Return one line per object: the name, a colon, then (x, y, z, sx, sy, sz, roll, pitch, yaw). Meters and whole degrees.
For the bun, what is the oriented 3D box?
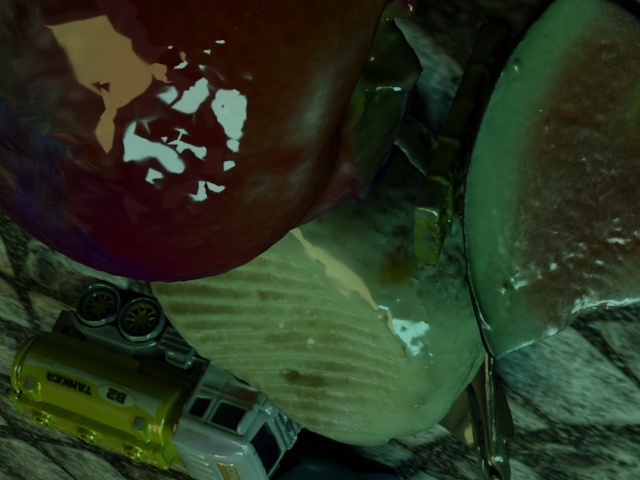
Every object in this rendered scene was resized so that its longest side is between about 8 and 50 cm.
bun: (0.000, 0.000, 1.107, 0.239, 0.141, 0.239, 25, 146, 19)

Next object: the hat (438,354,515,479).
hat: (0.091, 0.081, 1.282, 0.147, 0.085, 0.175, 29, 135, 24)

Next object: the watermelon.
watermelon: (0.158, -0.052, 0.968, 0.202, 0.136, 0.207, -8, 123, -8)

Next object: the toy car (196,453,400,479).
toy car: (-0.006, 0.270, 1.605, 0.190, 0.189, 0.255, -4, 168, -8)

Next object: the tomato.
tomato: (-0.108, -0.111, 0.863, 0.289, 0.176, 0.335, 30, 140, 13)

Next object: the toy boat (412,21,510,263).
toy boat: (0.071, -0.050, 0.969, 0.016, 0.115, 0.063, 17, 155, 10)

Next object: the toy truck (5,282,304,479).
toy truck: (-0.127, 0.121, 1.510, 0.226, 0.114, 0.098, 17, 154, 21)
